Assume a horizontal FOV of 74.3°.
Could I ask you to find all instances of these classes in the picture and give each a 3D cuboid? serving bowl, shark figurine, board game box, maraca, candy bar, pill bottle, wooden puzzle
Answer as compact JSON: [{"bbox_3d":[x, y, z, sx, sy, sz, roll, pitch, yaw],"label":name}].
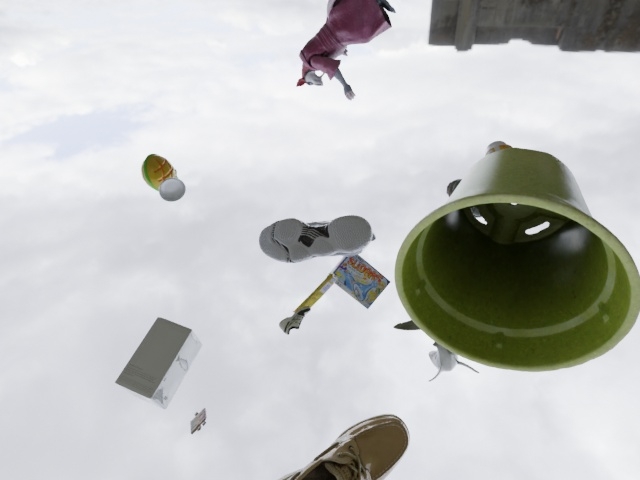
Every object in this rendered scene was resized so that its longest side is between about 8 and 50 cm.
[{"bbox_3d":[-0.471,-0.165,1.335,0.083,0.084,0.027,-23,-136,-20],"label":"serving bowl"},{"bbox_3d":[0.295,0.298,1.081,0.116,0.278,0.166,-46,-136,-12],"label":"shark figurine"},{"bbox_3d":[0.141,0.141,1.544,0.136,0.201,0.035,-51,-162,2],"label":"board game box"},{"bbox_3d":[-0.547,-0.224,1.460,0.099,0.185,0.128,-2,-106,17],"label":"maraca"},{"bbox_3d":[-0.012,0.155,1.204,0.161,0.040,0.018,-47,-141,5],"label":"candy bar"},{"bbox_3d":[0.666,-0.272,1.540,0.117,0.117,0.215,0,-135,6],"label":"pill bottle"},{"bbox_3d":[-0.303,0.448,1.047,0.049,0.006,0.083,-44,-159,-4],"label":"wooden puzzle"}]

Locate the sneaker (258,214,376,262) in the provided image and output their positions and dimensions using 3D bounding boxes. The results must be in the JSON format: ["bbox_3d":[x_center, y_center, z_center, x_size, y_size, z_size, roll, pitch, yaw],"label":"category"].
[{"bbox_3d":[0.000,0.000,1.350,0.365,0.138,0.210,-6,174,18],"label":"sneaker"}]

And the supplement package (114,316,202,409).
[{"bbox_3d":[-0.391,0.300,1.041,0.105,0.105,0.179,16,-122,15],"label":"supplement package"}]

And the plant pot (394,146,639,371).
[{"bbox_3d":[0.275,-0.004,0.609,0.275,0.276,0.254,13,-141,21],"label":"plant pot"}]

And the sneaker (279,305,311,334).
[{"bbox_3d":[-0.052,0.183,0.961,0.083,0.032,0.037,-35,-116,-7],"label":"sneaker"}]

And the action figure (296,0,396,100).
[{"bbox_3d":[0.038,-0.623,1.303,0.370,0.275,0.248,-41,-133,21],"label":"action figure"}]

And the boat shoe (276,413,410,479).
[{"bbox_3d":[0.044,0.460,0.824,0.340,0.110,0.122,-27,-104,-18],"label":"boat shoe"}]

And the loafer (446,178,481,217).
[{"bbox_3d":[0.435,-0.112,1.202,0.267,0.096,0.084,14,-175,-35],"label":"loafer"}]
